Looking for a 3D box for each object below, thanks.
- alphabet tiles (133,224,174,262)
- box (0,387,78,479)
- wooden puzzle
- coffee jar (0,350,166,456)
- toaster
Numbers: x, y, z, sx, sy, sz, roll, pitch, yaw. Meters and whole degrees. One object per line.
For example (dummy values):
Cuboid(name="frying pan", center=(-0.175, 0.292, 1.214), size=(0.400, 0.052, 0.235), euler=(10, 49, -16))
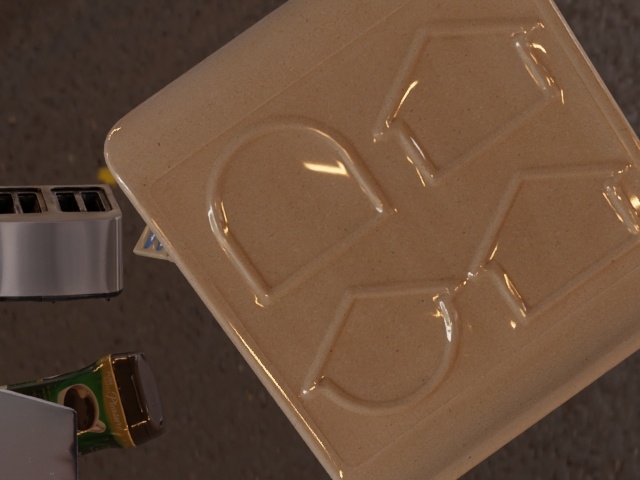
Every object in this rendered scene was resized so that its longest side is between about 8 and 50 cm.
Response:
Cuboid(name="alphabet tiles", center=(-0.022, -0.059, 1.290), size=(0.237, 0.009, 0.198), euler=(8, 64, 41))
Cuboid(name="box", center=(-0.350, 0.339, 1.401), size=(0.179, 0.312, 0.343), euler=(20, 43, -29))
Cuboid(name="wooden puzzle", center=(0.067, -0.023, 1.190), size=(0.322, 0.080, 0.348), euler=(-35, 100, -2))
Cuboid(name="coffee jar", center=(-0.248, 0.173, 1.626), size=(0.184, 0.079, 0.096), euler=(-15, 80, -3))
Cuboid(name="toaster", center=(-0.323, 0.004, 1.944), size=(0.168, 0.110, 0.186), euler=(-2, 21, -14))
